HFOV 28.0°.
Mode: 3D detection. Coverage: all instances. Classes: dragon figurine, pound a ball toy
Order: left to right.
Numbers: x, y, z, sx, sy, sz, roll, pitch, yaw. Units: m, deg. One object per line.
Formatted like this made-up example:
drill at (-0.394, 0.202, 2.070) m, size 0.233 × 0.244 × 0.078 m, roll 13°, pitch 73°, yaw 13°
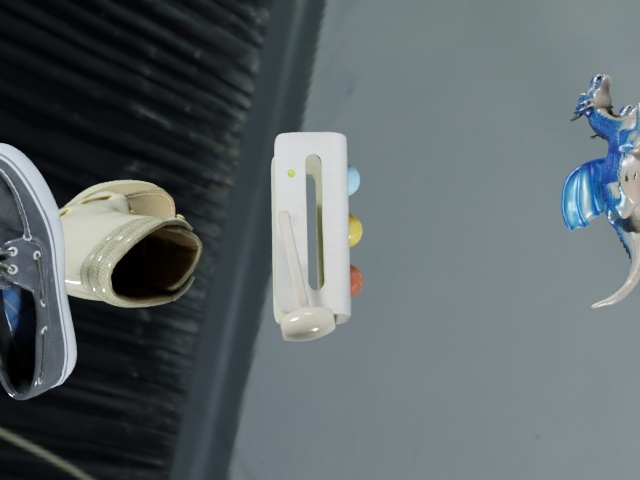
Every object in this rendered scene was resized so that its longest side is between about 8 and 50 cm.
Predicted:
pound a ball toy at (0.000, 0.000, 1.879) m, size 0.135 × 0.208 × 0.319 m, roll -1°, pitch 78°, yaw -5°
dragon figurine at (0.299, -0.045, 1.280) m, size 0.144 × 0.085 × 0.289 m, roll 140°, pitch 145°, yaw -64°

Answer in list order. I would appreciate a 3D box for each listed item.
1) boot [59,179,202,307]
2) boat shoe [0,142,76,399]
boot at (-0.190, 0.001, 1.298) m, size 0.203 × 0.262 × 0.095 m, roll 3°, pitch 104°, yaw 36°
boat shoe at (-0.272, 0.033, 1.119) m, size 0.080 × 0.076 × 0.229 m, roll 1°, pitch 109°, yaw 18°
